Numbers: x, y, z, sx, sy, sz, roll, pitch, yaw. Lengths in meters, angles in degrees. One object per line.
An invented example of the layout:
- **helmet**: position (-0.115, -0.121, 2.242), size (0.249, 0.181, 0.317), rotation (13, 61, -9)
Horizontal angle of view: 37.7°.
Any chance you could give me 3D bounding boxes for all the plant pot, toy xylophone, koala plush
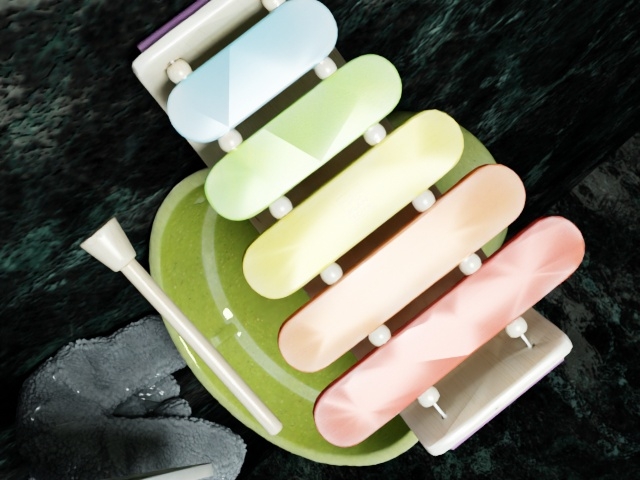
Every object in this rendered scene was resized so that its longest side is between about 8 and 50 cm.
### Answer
- **plant pot**: position (0.038, 0.010, 0.828), size (0.254, 0.276, 0.276), rotation (-40, 172, -45)
- **toy xylophone**: position (0.000, 0.000, 0.592), size (0.236, 0.323, 0.081), rotation (-46, -170, -1)
- **koala plush**: position (-0.228, 0.215, 0.940), size (0.203, 0.196, 0.221), rotation (-9, 150, -41)

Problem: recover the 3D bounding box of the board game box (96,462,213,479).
- **board game box**: position (-0.310, 0.217, 0.629), size (0.390, 0.050, 0.390), rotation (-11, 169, 10)
